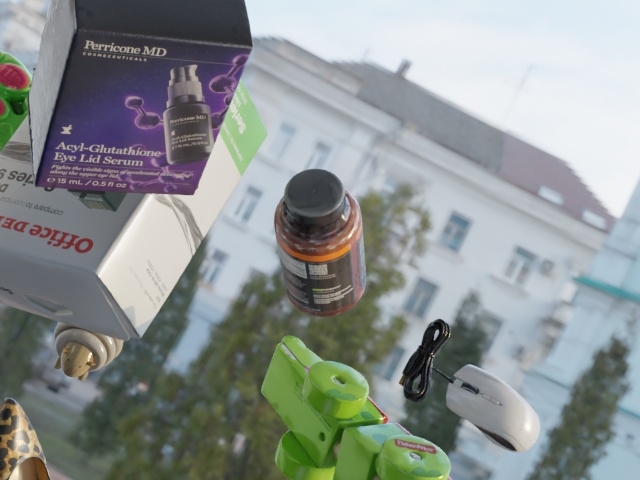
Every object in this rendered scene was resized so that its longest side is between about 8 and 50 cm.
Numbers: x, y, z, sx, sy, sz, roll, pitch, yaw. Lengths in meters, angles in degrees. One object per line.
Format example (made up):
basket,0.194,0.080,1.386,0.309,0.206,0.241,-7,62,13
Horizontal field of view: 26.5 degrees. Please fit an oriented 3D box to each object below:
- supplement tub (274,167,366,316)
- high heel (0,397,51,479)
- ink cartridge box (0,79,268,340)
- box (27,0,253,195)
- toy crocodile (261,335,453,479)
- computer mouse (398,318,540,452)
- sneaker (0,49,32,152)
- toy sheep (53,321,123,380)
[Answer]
supplement tub,0.000,0.000,1.619,0.106,0.106,0.198,24,-30,19
high heel,-0.313,0.322,1.615,0.186,0.261,0.093,9,17,32
ink cartridge box,-0.221,-0.060,1.429,0.211,0.289,0.121,12,-33,28
box,-0.163,-0.144,1.180,0.153,0.108,0.207,2,-36,-20
toy crocodile,0.050,0.210,1.308,0.105,0.115,0.340,-2,30,-37
computer mouse,0.194,0.188,1.664,0.193,0.106,0.042,33,-21,-4
sneaker,-0.383,-0.109,1.865,0.483,0.185,0.202,26,-36,19
toy sheep,-0.275,0.112,1.622,0.091,0.132,0.091,8,-46,9
